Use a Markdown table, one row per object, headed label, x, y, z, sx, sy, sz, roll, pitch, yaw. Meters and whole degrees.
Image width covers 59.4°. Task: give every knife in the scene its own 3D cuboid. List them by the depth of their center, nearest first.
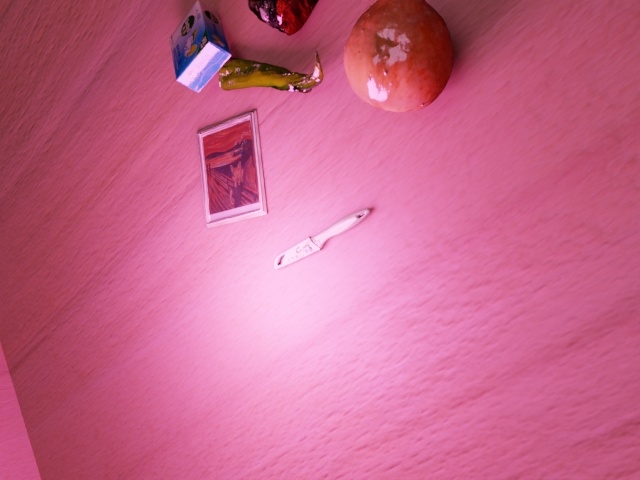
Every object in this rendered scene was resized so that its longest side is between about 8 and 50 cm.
| label | x | y | z | sx | sy | sz | roll | pitch | yaw |
| --- | --- | --- | --- | --- | --- | --- | --- | --- | --- |
| knife | -0.001 | 0.000 | 1.281 | 0.293 | 0.020 | 0.043 | -28 | 75 | 31 |

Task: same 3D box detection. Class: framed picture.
| label | x | y | z | sx | sy | sz | roll | pitch | yaw |
| --- | --- | --- | --- | --- | --- | --- | --- | --- | --- |
| framed picture | -0.235 | -0.180 | 1.446 | 0.217 | 0.016 | 0.273 | -12 | 82 | 33 |

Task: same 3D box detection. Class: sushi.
| label | x | y | z | sx | sy | sz | roll | pitch | yaw |
| --- | --- | --- | --- | --- | --- | --- | --- | --- | --- |
| sushi | -0.068 | -0.595 | 1.277 | 0.126 | 0.136 | 0.225 | 37 | 104 | 21 |

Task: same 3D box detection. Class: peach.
| label | x | y | z | sx | sy | sz | roll | pitch | yaw |
| --- | --- | --- | --- | --- | --- | --- | --- | --- | --- |
| peach | 0.146 | -0.366 | 1.077 | 0.233 | 0.233 | 0.232 | -1 | 88 | 34 |

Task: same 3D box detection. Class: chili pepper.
| label | x | y | z | sx | sy | sz | roll | pitch | yaw |
| --- | --- | --- | --- | --- | --- | --- | --- | --- | --- |
| chili pepper | -0.117 | -0.397 | 1.337 | 0.359 | 0.076 | 0.084 | 13 | 100 | 40 |

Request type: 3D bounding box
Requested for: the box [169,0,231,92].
| label | x | y | z | sx | sy | sz | roll | pitch | yaw |
| --- | --- | --- | --- | --- | --- | --- | --- | --- | --- |
| box | -0.314 | -0.499 | 1.443 | 0.139 | 0.073 | 0.194 | -40 | 49 | 27 |
